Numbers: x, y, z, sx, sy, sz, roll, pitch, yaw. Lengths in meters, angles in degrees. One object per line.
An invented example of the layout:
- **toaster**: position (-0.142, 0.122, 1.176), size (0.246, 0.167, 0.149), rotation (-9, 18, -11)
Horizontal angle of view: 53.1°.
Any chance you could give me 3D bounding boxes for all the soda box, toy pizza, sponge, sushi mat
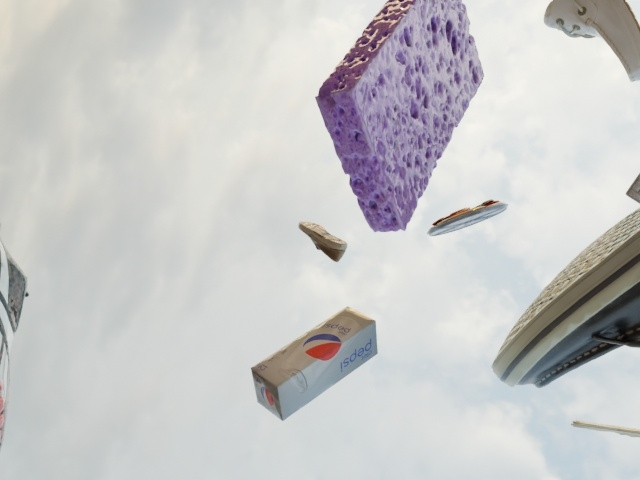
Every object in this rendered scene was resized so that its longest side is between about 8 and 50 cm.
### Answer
- **soda box**: position (-0.006, 0.255, 1.366), size (0.091, 0.286, 0.098), rotation (24, -49, 43)
- **toy pizza**: position (0.345, -0.057, 1.519), size (0.201, 0.201, 0.032), rotation (-24, -101, 34)
- **sponge**: position (0.070, -0.116, 0.478), size (0.031, 0.117, 0.210), rotation (1, -137, 33)
- **sushi mat**: position (0.599, 0.347, 1.143), size (0.316, 0.151, 0.019), rotation (129, -29, -75)

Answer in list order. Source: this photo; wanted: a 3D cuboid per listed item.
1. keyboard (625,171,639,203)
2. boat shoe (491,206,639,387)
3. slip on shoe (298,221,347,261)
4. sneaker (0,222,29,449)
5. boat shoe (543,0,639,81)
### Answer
- **keyboard**: position (0.643, -0.168, 1.135), size (0.256, 0.072, 0.014), rotation (-56, -178, 2)
- **boat shoe**: position (0.355, 0.022, 0.575), size (0.156, 0.187, 0.500), rotation (49, -53, 8)
- **slip on shoe**: position (0.000, 0.000, 1.310), size (0.135, 0.051, 0.041), rotation (30, -68, 37)
- **sneaker**: position (-0.345, 0.091, 0.632), size (0.098, 0.135, 0.276), rotation (-2, -78, 7)
- **boat shoe**: position (0.348, -0.316, 0.860), size (0.096, 0.098, 0.277), rotation (-32, -106, 25)
